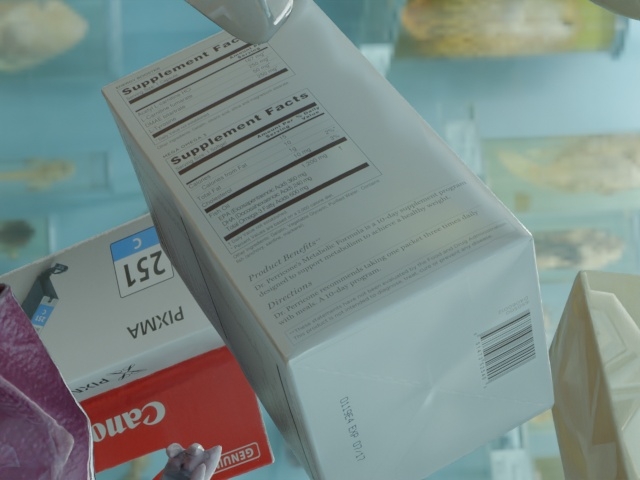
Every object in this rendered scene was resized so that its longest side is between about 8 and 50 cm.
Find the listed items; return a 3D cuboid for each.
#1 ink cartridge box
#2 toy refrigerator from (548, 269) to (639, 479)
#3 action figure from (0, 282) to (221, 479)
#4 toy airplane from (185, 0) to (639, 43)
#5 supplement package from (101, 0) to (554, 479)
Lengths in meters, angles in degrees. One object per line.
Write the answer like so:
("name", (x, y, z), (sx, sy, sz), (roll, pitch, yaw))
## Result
("ink cartridge box", (-0.213, 0.132, 1.436), (0.066, 0.296, 0.261), (39, 32, -62))
("toy refrigerator", (0.220, 0.148, 0.982), (0.269, 0.094, 0.102), (-93, -169, -50))
("action figure", (-0.135, 0.195, 0.800), (0.370, 0.276, 0.248), (50, -19, -5))
("toy airplane", (-0.030, -0.259, 0.630), (0.384, 0.272, 0.386), (21, -20, 45))
("supplement package", (0.000, 0.000, 0.808), (0.244, 0.134, 0.139), (53, -15, 42))
